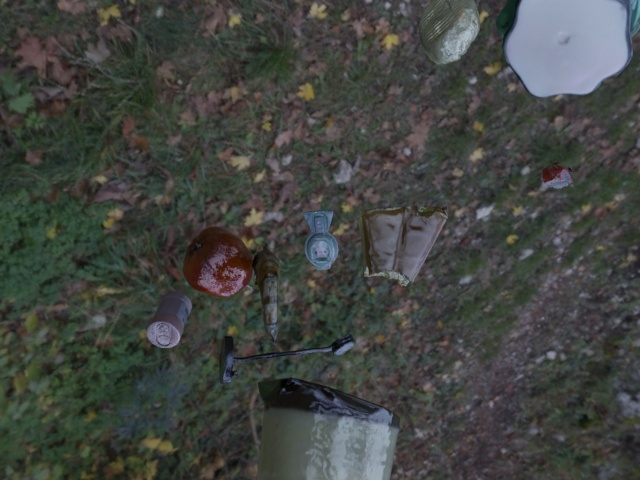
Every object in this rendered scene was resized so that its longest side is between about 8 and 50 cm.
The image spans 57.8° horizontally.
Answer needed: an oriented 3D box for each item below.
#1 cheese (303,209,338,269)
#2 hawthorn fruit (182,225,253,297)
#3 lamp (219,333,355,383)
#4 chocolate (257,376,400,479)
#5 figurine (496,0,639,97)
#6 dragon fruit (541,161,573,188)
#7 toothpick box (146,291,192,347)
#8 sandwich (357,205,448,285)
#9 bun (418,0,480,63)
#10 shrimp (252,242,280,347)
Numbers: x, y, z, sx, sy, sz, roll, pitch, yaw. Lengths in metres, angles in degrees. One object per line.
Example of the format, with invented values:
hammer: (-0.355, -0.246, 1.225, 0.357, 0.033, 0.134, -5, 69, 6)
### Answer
cheese: (0.000, 0.000, 1.140, 0.067, 0.121, 0.026, -4, -164, 7)
hawthorn fruit: (-0.271, 0.078, 1.626, 0.196, 0.197, 0.225, -40, 116, 18)
lamp: (-0.083, 0.249, 1.414, 0.371, 0.109, 0.130, -13, 148, -27)
chocolate: (-0.003, 0.478, 1.264, 0.326, 0.297, 0.314, 28, 154, -17)
figurine: (0.424, -0.402, 0.973, 0.340, 0.231, 0.324, -56, 136, -44)
dragon fruit: (0.614, -0.172, 1.501, 0.083, 0.060, 0.056, 11, 156, -34)
toothpick box: (-0.442, 0.231, 1.705, 0.098, 0.149, 0.098, 1, 120, 2)
sandwich: (0.210, 0.014, 1.397, 0.220, 0.186, 0.108, -6, 172, -5)
bun: (0.319, -0.519, 1.423, 0.111, 0.188, 0.164, 25, 130, -36)
shrimp: (-0.134, 0.137, 1.477, 0.071, 0.233, 0.365, -4, -168, -9)
